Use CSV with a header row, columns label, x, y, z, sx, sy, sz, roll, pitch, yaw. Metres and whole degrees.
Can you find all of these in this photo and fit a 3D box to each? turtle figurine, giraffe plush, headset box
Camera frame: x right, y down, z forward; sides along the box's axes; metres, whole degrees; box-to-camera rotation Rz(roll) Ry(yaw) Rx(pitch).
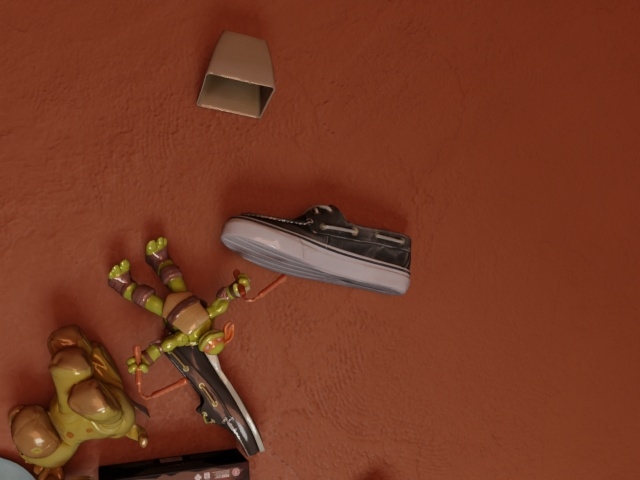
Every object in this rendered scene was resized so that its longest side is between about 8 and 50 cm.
label,x,y,z,sx,sy,sz,roll,pitch,yaw
turtle figurine,-0.199,0.095,1.083,0.269,0.087,0.217,-41,69,-15
giraffe plush,-0.367,0.252,1.037,0.171,0.181,0.210,-32,130,-6
headset box,-0.211,0.477,1.070,0.218,0.110,0.293,-2,86,-17

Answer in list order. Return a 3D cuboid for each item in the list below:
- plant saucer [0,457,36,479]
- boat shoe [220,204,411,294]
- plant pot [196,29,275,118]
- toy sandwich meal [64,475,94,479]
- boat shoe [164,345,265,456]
label,x,y,z,sx,sy,sz,roll,pitch,yaw
plant saucer,-0.482,0.402,1.006,0.195,0.037,0.194,7,57,-11
boat shoe,0.000,0.000,1.184,0.335,0.121,0.119,17,73,-25
plant pot,-0.133,-0.273,1.166,0.109,0.109,0.096,10,70,-15
toy sandwich meal,-0.352,0.357,1.014,0.086,0.085,0.029,-19,66,-17
boat shoe,-0.166,0.242,1.123,0.069,0.081,0.227,-30,87,-16
